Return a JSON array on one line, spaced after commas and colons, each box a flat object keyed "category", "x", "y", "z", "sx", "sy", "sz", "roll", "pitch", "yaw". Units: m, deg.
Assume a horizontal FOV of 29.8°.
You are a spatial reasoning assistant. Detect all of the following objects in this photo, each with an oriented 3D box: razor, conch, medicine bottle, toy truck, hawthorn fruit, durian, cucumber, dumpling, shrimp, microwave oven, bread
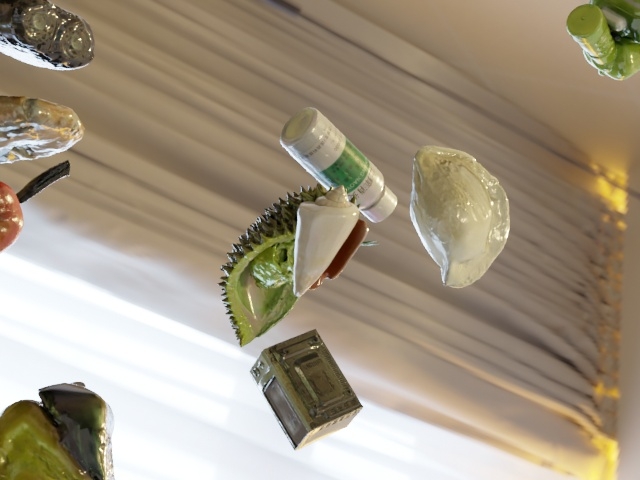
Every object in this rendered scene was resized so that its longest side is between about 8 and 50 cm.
[{"category": "razor", "x": -0.533, "y": -0.376, "z": 2.063, "sx": 0.327, "sy": 0.189, "sz": 0.107, "roll": 25, "pitch": -90, "yaw": 45}, {"category": "conch", "x": 0.011, "y": 0.003, "z": 1.777, "sx": 0.094, "sy": 0.104, "sz": 0.176, "roll": 10, "pitch": -81, "yaw": 26}, {"category": "medicine bottle", "x": 0.039, "y": -0.134, "z": 2.223, "sx": 0.095, "sy": 0.260, "sz": 0.095, "roll": -29, "pitch": -141, "yaw": 27}, {"category": "toy truck", "x": 0.454, "y": -0.320, "z": 1.780, "sx": 0.210, "sy": 0.187, "sz": 0.148, "roll": -43, "pitch": -121, "yaw": -10}, {"category": "hawthorn fruit", "x": -0.521, "y": -0.030, "z": 1.880, "sx": 0.140, "sy": 0.125, "sz": 0.125, "roll": 66, "pitch": 34, "yaw": -62}, {"category": "durian", "x": -0.061, "y": 0.023, "z": 2.149, "sx": 0.355, "sy": 0.169, "sz": 0.157, "roll": -40, "pitch": -173, "yaw": 29}, {"category": "cucumber", "x": -0.560, "y": -0.119, "z": 2.422, "sx": 0.135, "sy": 0.034, "sz": 0.033, "roll": -33, "pitch": -145, "yaw": -16}, {"category": "dumpling", "x": 0.222, "y": -0.051, "z": 1.912, "sx": 0.216, "sy": 0.166, "sz": 0.126, "roll": 61, "pitch": -27, "yaw": 12}, {"category": "shrimp", "x": -0.616, "y": -0.174, "z": 2.158, "sx": 0.446, "sy": 0.221, "sz": 0.110, "roll": -12, "pitch": -105, "yaw": 27}, {"category": "microwave oven", "x": -0.029, "y": 0.311, "z": 2.545, "sx": 0.205, "sy": 0.163, "sz": 0.129, "roll": 57, "pitch": -33, "yaw": 19}, {"category": "bread", "x": -0.417, "y": 0.356, "z": 1.901, "sx": 0.376, "sy": 0.208, "sz": 0.251, "roll": 143, "pitch": -62, "yaw": -76}]
